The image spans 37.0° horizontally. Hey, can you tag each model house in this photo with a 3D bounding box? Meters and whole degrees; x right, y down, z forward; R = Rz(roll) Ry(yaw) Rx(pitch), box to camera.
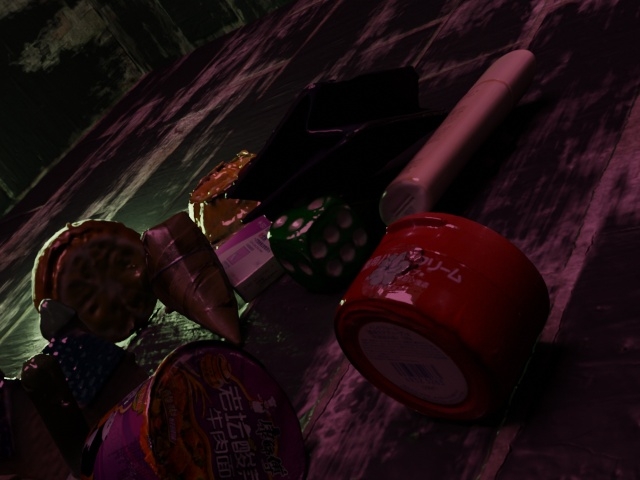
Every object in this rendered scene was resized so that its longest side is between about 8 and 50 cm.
[{"bbox_3d":[-0.446,0.269,1.548,0.243,0.284,0.298,-14,32,34],"label":"model house"}]

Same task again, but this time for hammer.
[{"bbox_3d":[-0.324,0.275,1.304,0.119,0.335,0.206,5,42,20],"label":"hammer"}]

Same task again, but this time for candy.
[{"bbox_3d":[-0.446,0.085,1.910,0.260,0.260,0.118,-48,18,-23],"label":"candy"}]

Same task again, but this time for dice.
[{"bbox_3d":[0.000,0.000,1.590,0.128,0.131,0.120,-46,25,-23],"label":"dice"}]

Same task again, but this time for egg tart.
[{"bbox_3d":[-0.184,-0.092,2.037,0.315,0.120,0.315,-31,23,15],"label":"egg tart"}]

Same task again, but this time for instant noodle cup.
[{"bbox_3d":[-0.172,0.275,1.216,0.190,0.251,0.251,-32,22,36],"label":"instant noodle cup"}]

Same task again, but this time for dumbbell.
[{"bbox_3d":[0.286,-0.144,1.574,0.036,0.040,0.083,26,61,29],"label":"dumbbell"}]

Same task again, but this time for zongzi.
[{"bbox_3d":[-0.215,0.114,1.746,0.125,0.274,0.251,-32,-18,-15],"label":"zongzi"}]

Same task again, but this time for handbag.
[{"bbox_3d":[0.019,-0.162,1.668,0.303,0.122,0.329,-19,-15,-48],"label":"handbag"}]

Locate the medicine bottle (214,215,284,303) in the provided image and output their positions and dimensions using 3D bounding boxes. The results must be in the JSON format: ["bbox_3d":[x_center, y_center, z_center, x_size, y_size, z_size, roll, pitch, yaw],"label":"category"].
[{"bbox_3d":[-0.115,0.024,1.813,0.171,0.052,0.201,-39,25,-6],"label":"medicine bottle"}]

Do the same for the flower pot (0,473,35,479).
[{"bbox_3d":[-0.529,0.446,1.369,0.259,0.290,0.290,-17,29,18],"label":"flower pot"}]

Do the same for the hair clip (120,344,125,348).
[{"bbox_3d":[-0.435,0.234,1.907,0.137,0.022,0.054,-13,32,44],"label":"hair clip"}]

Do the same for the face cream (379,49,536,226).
[{"bbox_3d":[0.232,-0.170,1.610,0.348,0.081,0.173,-49,-1,-27],"label":"face cream"}]

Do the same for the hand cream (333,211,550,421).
[{"bbox_3d":[0.138,0.093,1.112,0.230,0.230,0.149,-8,40,49],"label":"hand cream"}]
